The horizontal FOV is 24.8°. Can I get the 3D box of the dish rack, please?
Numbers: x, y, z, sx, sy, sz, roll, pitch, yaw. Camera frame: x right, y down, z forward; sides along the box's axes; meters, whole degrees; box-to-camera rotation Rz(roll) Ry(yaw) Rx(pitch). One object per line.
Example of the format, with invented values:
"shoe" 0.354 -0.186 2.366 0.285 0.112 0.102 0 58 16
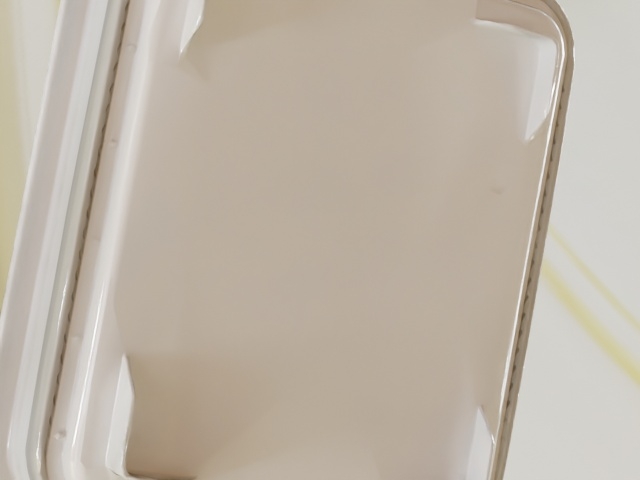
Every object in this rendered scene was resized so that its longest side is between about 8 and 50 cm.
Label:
"dish rack" 0.000 0.000 0.706 0.286 0.072 0.332 11 -93 -27
